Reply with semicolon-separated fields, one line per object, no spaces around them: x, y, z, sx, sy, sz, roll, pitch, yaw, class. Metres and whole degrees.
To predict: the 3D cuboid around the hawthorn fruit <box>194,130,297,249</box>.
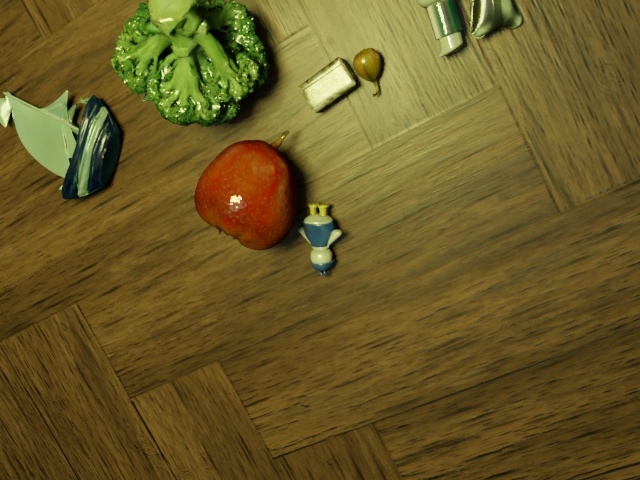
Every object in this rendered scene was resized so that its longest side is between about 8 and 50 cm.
-0.116;-0.102;1.107;0.197;0.196;0.225;28;92;7;hawthorn fruit

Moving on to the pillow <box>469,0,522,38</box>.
0.275;-0.406;0.996;0.055;0.091;0.135;2;113;53;pillow

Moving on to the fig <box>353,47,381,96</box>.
0.087;-0.296;1.076;0.050;0.050;0.083;-14;109;17;fig

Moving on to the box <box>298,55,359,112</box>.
0.014;-0.279;1.097;0.098;0.045;0.062;-30;94;17;box

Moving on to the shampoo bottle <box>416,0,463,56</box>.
0.194;-0.405;1.006;0.074;0.074;0.192;-17;99;17;shampoo bottle

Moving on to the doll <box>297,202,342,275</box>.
0.000;0.000;1.162;0.099;0.058;0.142;4;105;35;doll

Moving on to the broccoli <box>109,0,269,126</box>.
-0.226;-0.321;1.035;0.270;0.270;0.269;0;77;1;broccoli

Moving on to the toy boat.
-0.527;-0.229;1.236;0.210;0.070;0.291;-43;87;17;toy boat
